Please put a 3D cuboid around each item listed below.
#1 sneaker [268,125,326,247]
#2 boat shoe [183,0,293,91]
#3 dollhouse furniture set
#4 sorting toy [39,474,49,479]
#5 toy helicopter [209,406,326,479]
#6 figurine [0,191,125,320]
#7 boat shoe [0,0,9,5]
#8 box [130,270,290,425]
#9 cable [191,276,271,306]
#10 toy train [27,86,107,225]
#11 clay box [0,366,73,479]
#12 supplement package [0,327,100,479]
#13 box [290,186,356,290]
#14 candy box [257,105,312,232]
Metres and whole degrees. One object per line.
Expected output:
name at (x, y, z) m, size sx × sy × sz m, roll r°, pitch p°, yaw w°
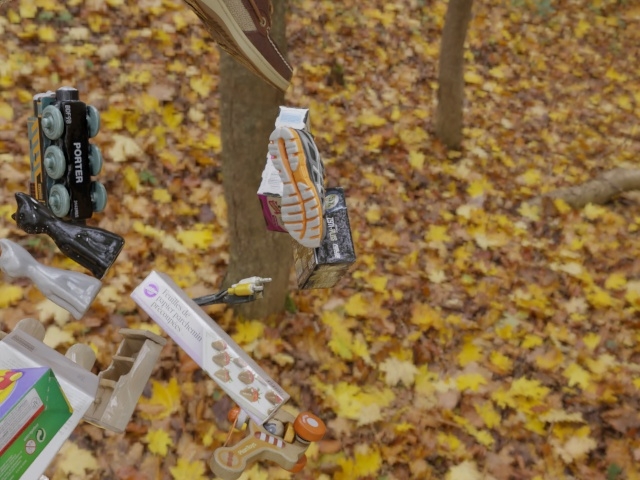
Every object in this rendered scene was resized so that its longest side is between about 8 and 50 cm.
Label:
sneaker at (-0.022, -0.094, 1.321) m, size 0.084 × 0.215 × 0.083 m, roll -5°, pitch 9°, yaw 37°
boat shoe at (-0.115, -0.349, 1.113) m, size 0.123 × 0.342 × 0.123 m, roll -48°, pitch 50°, yaw -1°
dollhouse furniture set at (-0.622, 0.273, 1.874) m, size 0.362 × 0.394 × 0.256 m, roll -7°, pitch 54°, yaw 53°
sorting toy at (-0.606, 0.521, 1.602) m, size 0.075 × 0.083 × 0.045 m, roll 27°, pitch 33°, yaw 31°
toy helicopter at (-0.164, 0.491, 1.897) m, size 0.235 × 0.140 × 0.355 m, roll 36°, pitch 20°, yaw 20°
figurine at (-0.503, 0.029, 1.440) m, size 0.209 × 0.215 × 0.092 m, roll 31°, pitch 37°, yaw -9°
boat shoe at (-0.346, -0.409, 0.981) m, size 0.301 × 0.108 × 0.102 m, roll -45°, pitch 21°, yaw -24°
box at (-0.190, 0.184, 1.325) m, size 0.324 × 0.063 × 0.067 m, roll 43°, pitch 0°, yaw 11°
cable at (-0.274, 0.144, 2.164) m, size 0.287 × 0.072 × 0.139 m, roll -6°, pitch 6°, yaw 13°
toy train at (-0.601, -0.186, 1.773) m, size 0.190 × 0.334 × 0.142 m, roll 8°, pitch 14°, yaw 40°
clay box at (-0.319, 0.158, 0.587) m, size 0.222 × 0.053 × 0.127 m, roll -6°, pitch 26°, yaw 22°
supplement package at (-0.520, 0.318, 1.250) m, size 0.175 × 0.293 × 0.177 m, roll 35°, pitch -7°, yaw -12°
box at (0.000, 0.000, 1.458) m, size 0.077 × 0.180 × 0.147 m, roll -5°, pitch 71°, yaw -14°
candy box at (-0.071, -0.155, 1.685) m, size 0.071 × 0.159 × 0.233 m, roll 6°, pitch 63°, yaw 8°
